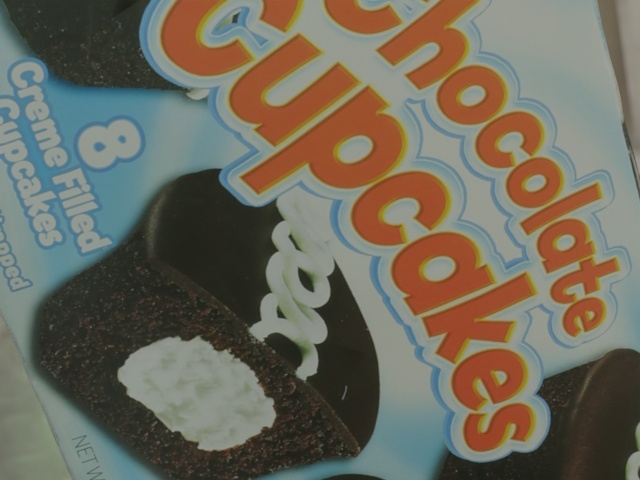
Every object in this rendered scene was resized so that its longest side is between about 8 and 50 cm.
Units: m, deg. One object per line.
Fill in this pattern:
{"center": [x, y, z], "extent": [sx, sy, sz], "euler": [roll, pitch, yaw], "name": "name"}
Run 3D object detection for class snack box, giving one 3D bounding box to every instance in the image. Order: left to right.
{"center": [0.000, 0.000, 0.582], "extent": [0.060, 0.187, 0.322], "euler": [-114, -176, -62], "name": "snack box"}
